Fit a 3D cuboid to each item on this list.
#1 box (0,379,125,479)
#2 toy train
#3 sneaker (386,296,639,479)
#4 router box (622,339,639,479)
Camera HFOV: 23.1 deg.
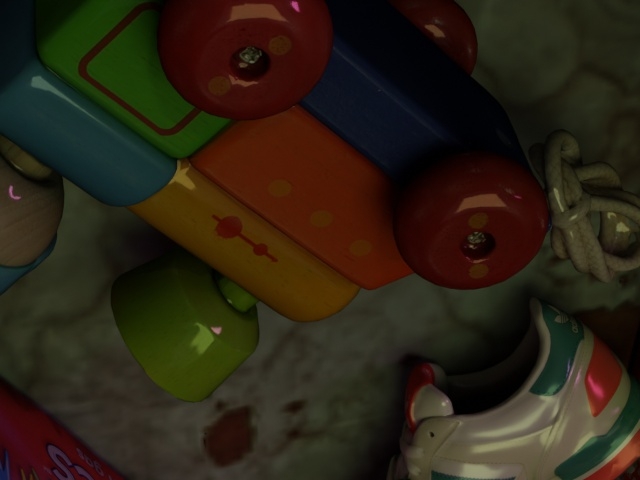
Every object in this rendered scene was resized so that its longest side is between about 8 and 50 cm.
[{"bbox_3d":[-0.110,0.164,0.507,0.154,0.142,0.300,-37,126,8],"label":"box"},{"bbox_3d":[0.000,0.000,0.471,0.143,0.105,0.248,-39,126,21],"label":"toy train"},{"bbox_3d":[0.042,0.084,0.569,0.161,0.057,0.075,-39,109,10],"label":"sneaker"},{"bbox_3d":[0.287,0.065,0.615,0.335,0.082,0.301,-3,122,-17],"label":"router box"}]
